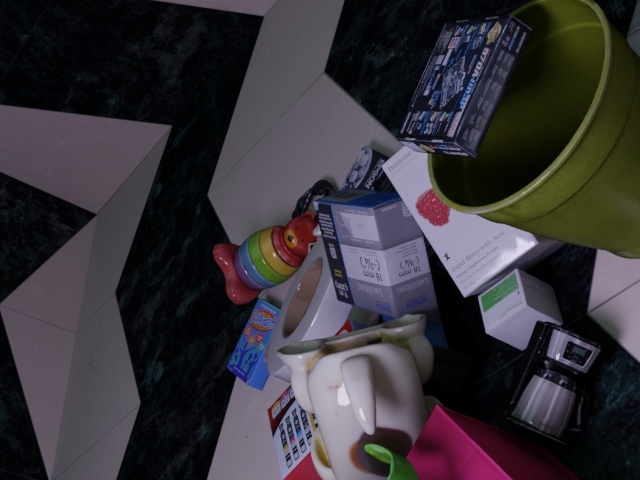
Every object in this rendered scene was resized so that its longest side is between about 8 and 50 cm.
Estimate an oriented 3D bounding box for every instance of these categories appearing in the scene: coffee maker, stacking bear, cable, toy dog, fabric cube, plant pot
[{"bbox_3d":[0.365,0.225,1.537,0.171,0.120,0.178,18,82,62],"label":"coffee maker"},{"bbox_3d":[-0.113,0.030,2.471,0.289,0.164,0.175,-30,74,30],"label":"stacking bear"},{"bbox_3d":[-0.013,-0.092,2.524,0.184,0.047,0.151,-38,32,44],"label":"cable"},{"bbox_3d":[0.124,0.361,1.631,0.395,0.284,0.408,-178,74,-80],"label":"toy dog"},{"bbox_3d":[0.255,0.443,1.402,0.258,0.254,0.259,-62,29,7],"label":"fabric cube"},{"bbox_3d":[0.424,-0.140,1.489,0.366,0.353,0.366,-40,35,37],"label":"plant pot"}]

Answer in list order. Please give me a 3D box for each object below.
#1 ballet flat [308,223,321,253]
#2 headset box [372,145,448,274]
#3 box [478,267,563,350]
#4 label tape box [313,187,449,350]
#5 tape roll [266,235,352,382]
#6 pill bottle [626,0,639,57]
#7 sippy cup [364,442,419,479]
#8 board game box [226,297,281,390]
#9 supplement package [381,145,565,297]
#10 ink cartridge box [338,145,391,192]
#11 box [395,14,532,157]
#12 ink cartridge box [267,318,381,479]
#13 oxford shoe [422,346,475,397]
[{"bbox_3d":[0.000,0.000,2.357,0.057,0.052,0.168,-134,53,-70],"label":"ballet flat"},{"bbox_3d":[0.254,-0.116,1.991,0.246,0.131,0.283,-52,30,23],"label":"headset box"},{"bbox_3d":[0.352,0.123,1.660,0.101,0.102,0.087,-42,37,34],"label":"box"},{"bbox_3d":[0.120,0.071,1.890,0.240,0.106,0.334,11,118,62],"label":"label tape box"},{"bbox_3d":[-0.012,0.147,2.184,0.392,0.072,0.392,-59,14,23],"label":"tape roll"},{"bbox_3d":[0.589,-0.334,1.603,0.131,0.131,0.229,-2,66,59],"label":"pill bottle"},{"bbox_3d":[0.023,0.450,1.312,0.305,0.240,0.224,-26,6,-20],"label":"sippy cup"},{"bbox_3d":[-0.158,0.268,2.460,0.160,0.047,0.210,20,84,62],"label":"board game box"},{"bbox_3d":[0.283,-0.071,1.709,0.177,0.175,0.293,-41,70,30],"label":"supplement package"},{"bbox_3d":[0.116,-0.118,2.319,0.206,0.045,0.208,-62,30,4],"label":"ink cartridge box"},{"bbox_3d":[0.222,-0.244,1.487,0.175,0.051,0.220,16,81,62],"label":"box"},{"bbox_3d":[0.044,0.372,1.949,0.309,0.130,0.272,-51,32,23],"label":"ink cartridge box"},{"bbox_3d":[0.202,0.253,1.833,0.227,0.082,0.096,1,75,62],"label":"oxford shoe"}]
